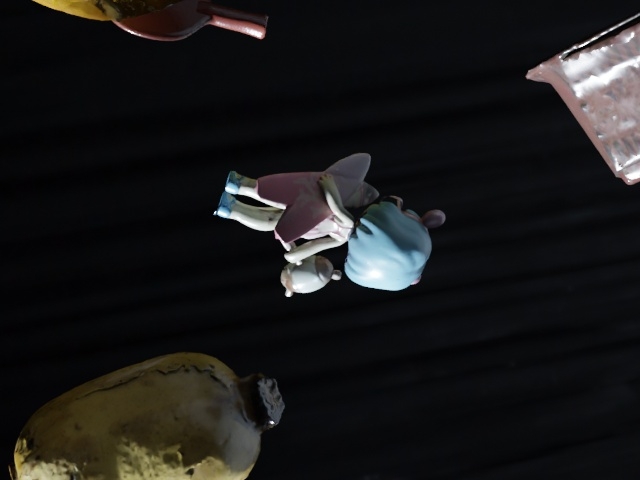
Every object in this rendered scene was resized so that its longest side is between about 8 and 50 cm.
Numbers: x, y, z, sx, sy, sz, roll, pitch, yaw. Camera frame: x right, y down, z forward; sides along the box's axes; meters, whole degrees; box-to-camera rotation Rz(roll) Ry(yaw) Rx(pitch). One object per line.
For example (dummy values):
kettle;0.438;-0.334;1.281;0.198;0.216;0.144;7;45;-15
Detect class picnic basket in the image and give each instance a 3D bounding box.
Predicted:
picnic basket;0.329;-0.142;1.277;0.222;0.297;0.129;-22;89;44

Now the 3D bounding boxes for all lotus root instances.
lotus root;-0.175;0.205;1.565;0.146;0.284;0.160;-114;4;-70

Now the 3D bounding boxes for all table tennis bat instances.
table tennis bat;-0.122;-0.209;1.360;0.019;0.155;0.098;114;167;-49

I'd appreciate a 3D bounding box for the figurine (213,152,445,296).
figurine;0.001;0.001;1.784;0.103;0.260;0.205;-86;15;-61

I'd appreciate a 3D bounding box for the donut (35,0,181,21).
donut;-0.180;-0.325;1.268;0.108;0.278;0.277;-129;31;-71
